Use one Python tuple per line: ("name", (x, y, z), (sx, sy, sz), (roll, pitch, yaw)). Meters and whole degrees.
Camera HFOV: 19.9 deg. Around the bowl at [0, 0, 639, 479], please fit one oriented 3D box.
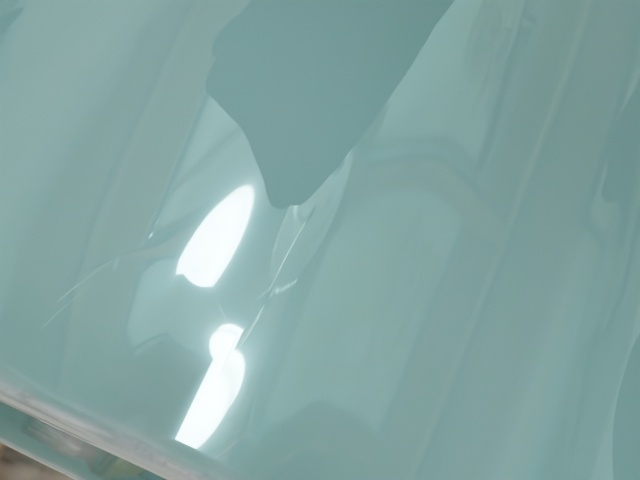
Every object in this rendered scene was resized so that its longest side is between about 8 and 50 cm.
("bowl", (0.000, 0.000, 0.472), (0.312, 0.163, 0.311), (24, -11, 5))
